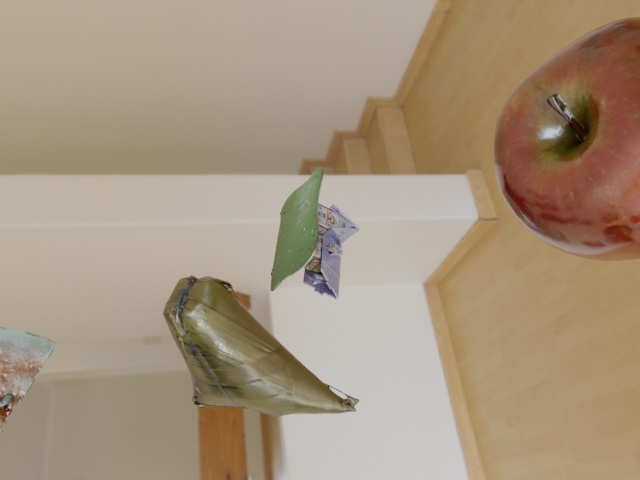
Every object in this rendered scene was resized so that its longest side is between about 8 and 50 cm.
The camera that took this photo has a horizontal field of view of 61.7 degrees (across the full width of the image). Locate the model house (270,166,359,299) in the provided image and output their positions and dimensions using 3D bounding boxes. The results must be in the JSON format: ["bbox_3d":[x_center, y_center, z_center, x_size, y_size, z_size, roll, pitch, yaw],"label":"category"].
[{"bbox_3d":[0.000,0.000,0.753,0.117,0.088,0.167,-41,33,40],"label":"model house"}]

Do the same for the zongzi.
[{"bbox_3d":[-0.087,0.178,0.854,0.123,0.289,0.260,-69,-21,-48],"label":"zongzi"}]

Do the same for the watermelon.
[{"bbox_3d":[-0.583,0.263,0.942,0.094,0.154,0.241,-39,39,34],"label":"watermelon"}]

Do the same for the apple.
[{"bbox_3d":[0.295,-0.085,0.519,0.230,0.230,0.230,178,90,-77],"label":"apple"}]
